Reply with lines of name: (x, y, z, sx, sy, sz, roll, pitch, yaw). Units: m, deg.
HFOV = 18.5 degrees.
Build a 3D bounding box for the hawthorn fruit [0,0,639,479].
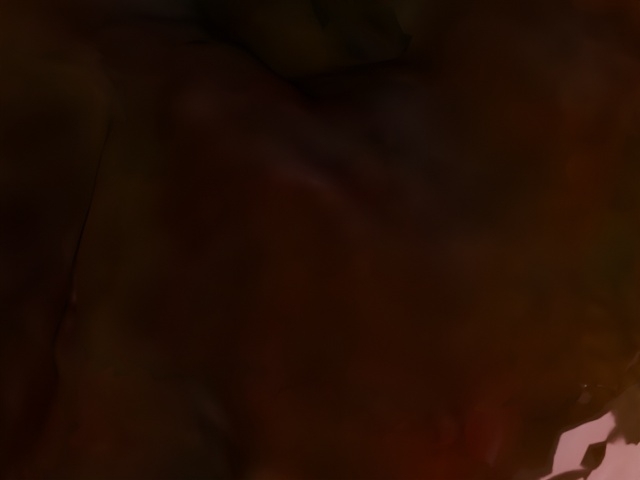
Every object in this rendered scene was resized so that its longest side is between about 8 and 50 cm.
hawthorn fruit: (0.000, 0.000, 0.739, 0.472, 0.472, 0.472, -47, -179, 1)
